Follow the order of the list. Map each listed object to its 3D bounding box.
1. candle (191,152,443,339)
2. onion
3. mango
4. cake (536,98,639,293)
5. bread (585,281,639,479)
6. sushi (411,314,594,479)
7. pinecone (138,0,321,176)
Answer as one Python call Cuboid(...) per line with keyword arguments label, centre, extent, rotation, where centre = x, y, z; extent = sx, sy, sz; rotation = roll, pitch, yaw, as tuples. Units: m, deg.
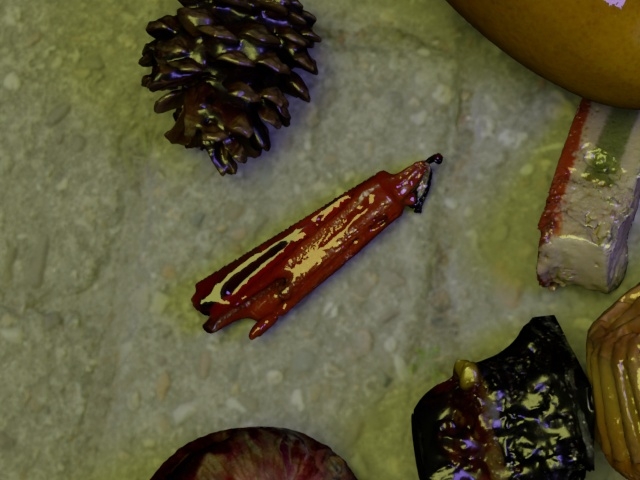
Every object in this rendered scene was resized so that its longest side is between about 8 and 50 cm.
Cuboid(label="candle", centre=(0.000, 0.000, 1.669), extent=(0.301, 0.059, 0.084), rotation=(-37, 83, 4))
Cuboid(label="onion", centre=(-0.064, 0.292, 1.562), extent=(0.246, 0.190, 0.246), rotation=(1, 74, -4))
Cuboid(label="mango", centre=(0.228, -0.279, 1.569), extent=(0.221, 0.264, 0.378), rotation=(-41, 91, 22))
Cuboid(label="cake", centre=(0.274, -0.040, 1.620), extent=(0.086, 0.117, 0.220), rotation=(13, 50, 13))
Cuboid(label="bread", centre=(0.348, 0.098, 1.463), extent=(0.274, 0.274, 0.149), rotation=(-37, 102, 4))
Cuboid(label="sushi", centre=(0.166, 0.188, 1.539), extent=(0.150, 0.153, 0.172), rotation=(-6, 115, -4))
Cuboid(label="pinecone", centre=(-0.100, -0.180, 1.672), extent=(0.184, 0.179, 0.205), rotation=(35, 107, 39))
